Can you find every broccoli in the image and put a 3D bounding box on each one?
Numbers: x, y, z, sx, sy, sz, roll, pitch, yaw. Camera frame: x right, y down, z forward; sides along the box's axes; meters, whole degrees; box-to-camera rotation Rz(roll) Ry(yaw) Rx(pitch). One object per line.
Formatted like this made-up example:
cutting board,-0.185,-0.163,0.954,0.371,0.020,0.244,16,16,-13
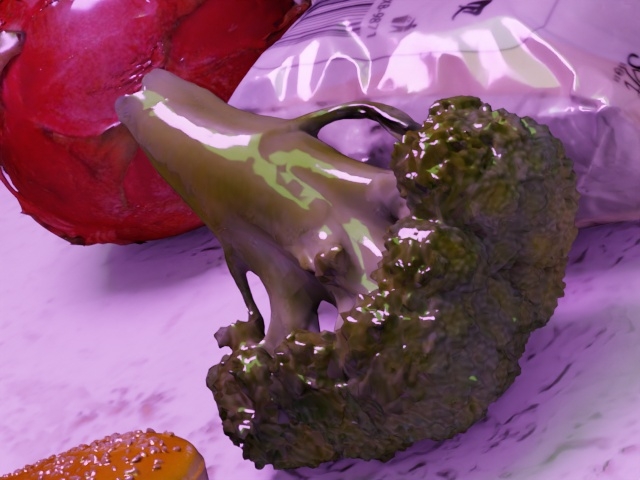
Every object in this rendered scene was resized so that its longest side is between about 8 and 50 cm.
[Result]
broccoli,0.022,0.027,1.236,0.302,0.254,0.186,9,4,43

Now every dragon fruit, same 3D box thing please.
dragon fruit,-0.146,-0.143,1.581,0.302,0.295,0.295,-41,27,3

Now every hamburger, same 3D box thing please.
hamburger,-0.163,0.195,1.189,0.210,0.116,0.173,-27,24,2

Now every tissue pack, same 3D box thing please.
tissue pack,0.132,-0.139,1.407,0.390,0.195,0.375,-5,32,33

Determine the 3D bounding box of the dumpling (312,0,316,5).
dumpling,-0.055,-0.234,1.847,0.151,0.124,0.229,-59,25,26
